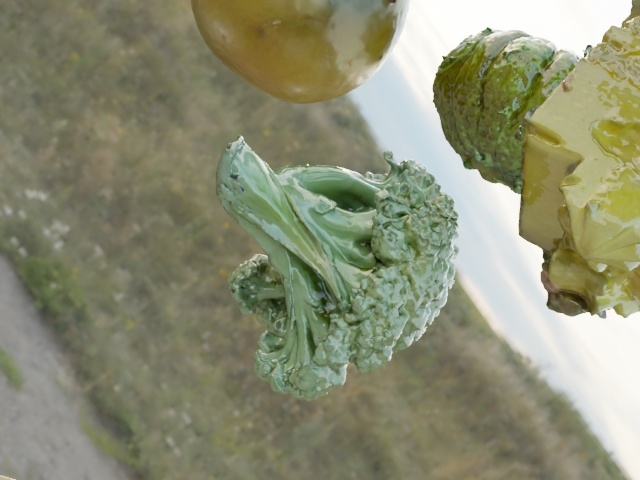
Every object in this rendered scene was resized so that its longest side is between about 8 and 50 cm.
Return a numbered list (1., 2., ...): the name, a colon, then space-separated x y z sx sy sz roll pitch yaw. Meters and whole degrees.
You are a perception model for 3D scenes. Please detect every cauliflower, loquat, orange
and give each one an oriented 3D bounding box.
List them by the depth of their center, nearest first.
1. cauliflower: 0.007 0.018 1.574 0.281 0.327 0.260 32 -37 7
2. loquat: -0.017 -0.360 1.992 0.328 0.328 0.359 54 -23 -14
3. orange: 0.296 -0.183 2.079 0.301 0.223 0.300 27 -10 30

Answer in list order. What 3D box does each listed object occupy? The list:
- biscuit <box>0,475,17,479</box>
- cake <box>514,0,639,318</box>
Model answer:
1. biscuit: -0.350 0.254 1.187 0.030 0.234 0.153 114 -34 -64
2. cake: 0.329 -0.060 1.471 0.222 0.286 0.227 33 -23 26
